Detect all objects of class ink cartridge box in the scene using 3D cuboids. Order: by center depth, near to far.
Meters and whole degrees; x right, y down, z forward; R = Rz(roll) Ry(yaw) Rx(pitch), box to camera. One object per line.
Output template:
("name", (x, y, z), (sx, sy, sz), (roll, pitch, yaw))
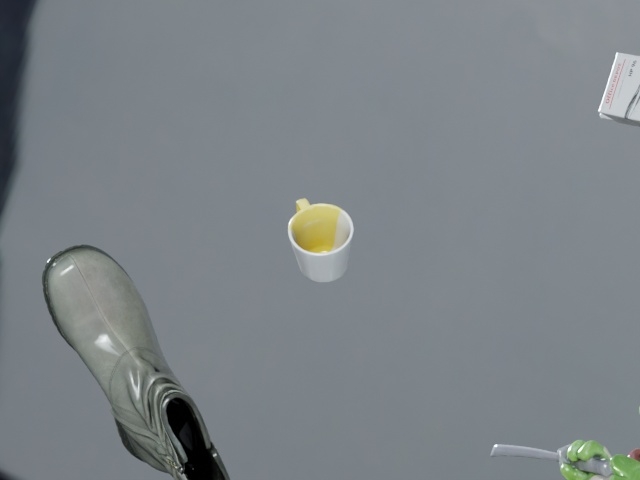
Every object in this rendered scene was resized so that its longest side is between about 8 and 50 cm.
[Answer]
("ink cartridge box", (0.236, -0.108, 1.385), (0.028, 0.083, 0.048), (19, -92, -45))

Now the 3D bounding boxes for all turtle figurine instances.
("turtle figurine", (0.197, 0.233, 1.587), (0.198, 0.274, 0.266), (-10, -36, -35))

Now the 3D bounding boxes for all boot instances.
("boot", (-0.154, 0.122, 1.704), (0.083, 0.161, 0.246), (-32, -66, -17))

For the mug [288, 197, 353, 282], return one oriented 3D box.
("mug", (0.003, 0.002, 1.826), (0.064, 0.062, 0.078), (84, -167, -52))
